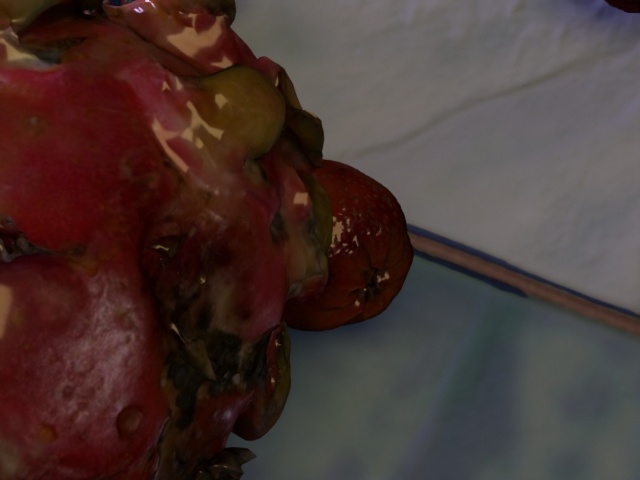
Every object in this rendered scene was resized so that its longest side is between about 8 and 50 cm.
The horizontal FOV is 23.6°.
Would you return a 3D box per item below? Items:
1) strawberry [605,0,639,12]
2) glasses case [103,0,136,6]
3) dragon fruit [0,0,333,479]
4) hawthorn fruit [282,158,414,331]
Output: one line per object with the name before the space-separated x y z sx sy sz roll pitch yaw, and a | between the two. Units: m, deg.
strawberry | 0.168 -0.176 0.839 0.106 0.106 0.106 2 74 -7
glasses case | -0.184 -0.130 0.766 0.327 0.076 0.125 -26 112 -14
dragon fruit | -0.125 0.009 0.652 0.250 0.269 0.291 41 88 11
hawthorn fruit | 0.000 0.000 0.768 0.093 0.093 0.093 2 74 -7
